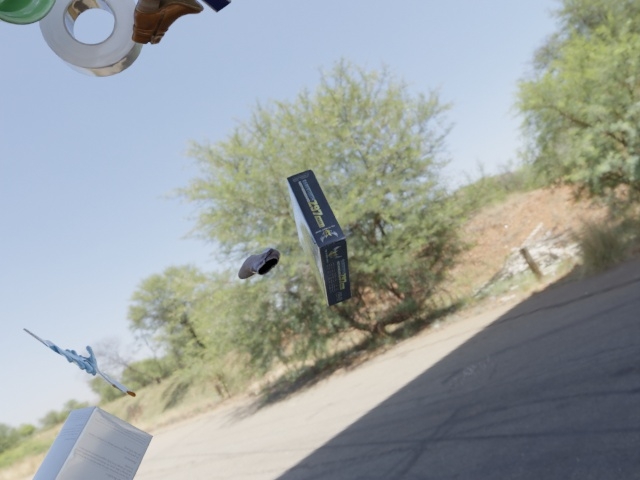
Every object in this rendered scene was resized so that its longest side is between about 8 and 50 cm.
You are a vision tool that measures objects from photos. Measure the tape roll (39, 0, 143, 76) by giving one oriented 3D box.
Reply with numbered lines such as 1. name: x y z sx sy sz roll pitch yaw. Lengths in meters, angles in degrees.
1. tape roll: -0.679 -0.643 1.662 0.286 0.286 0.100 -26 4 -8

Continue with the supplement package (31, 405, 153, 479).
1. supplement package: -0.341 0.344 0.790 0.105 0.105 0.179 -23 36 44

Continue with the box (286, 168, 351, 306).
1. box: 0.000 0.000 1.119 0.059 0.183 0.233 -20 -34 -7

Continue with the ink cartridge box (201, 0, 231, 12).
1. ink cartridge box: -0.234 -0.523 0.899 0.045 0.224 0.223 -19 -24 30

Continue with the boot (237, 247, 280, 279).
1. boot: -0.140 0.059 1.262 0.118 0.042 0.087 -43 20 5

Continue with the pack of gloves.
1. pack of gloves: -0.546 0.267 1.285 0.046 0.232 0.195 -58 -38 -20

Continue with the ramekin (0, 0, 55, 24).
1. ramekin: -0.777 -0.657 1.286 0.148 0.303 0.303 5 6 20

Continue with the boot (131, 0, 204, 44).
1. boot: -0.439 -0.628 1.581 0.197 0.073 0.152 -7 -37 -38
